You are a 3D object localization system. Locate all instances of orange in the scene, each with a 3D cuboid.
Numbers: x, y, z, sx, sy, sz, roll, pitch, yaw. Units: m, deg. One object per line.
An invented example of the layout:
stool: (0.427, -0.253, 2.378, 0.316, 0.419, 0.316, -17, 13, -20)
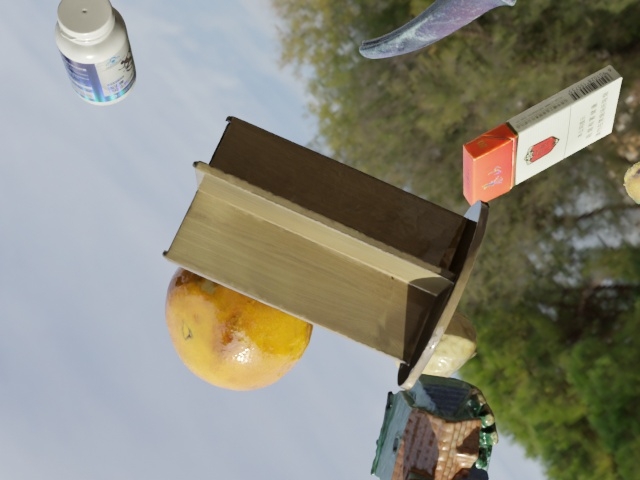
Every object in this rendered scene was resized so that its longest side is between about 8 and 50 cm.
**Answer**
orange: (-0.136, 0.123, 1.723, 0.261, 0.261, 0.261, 46, -165, -16)

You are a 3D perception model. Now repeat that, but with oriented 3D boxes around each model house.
model house: (0.117, 0.216, 0.978, 0.119, 0.148, 0.149, 13, -172, -2)

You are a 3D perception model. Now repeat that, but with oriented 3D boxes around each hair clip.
hair clip: (0.120, -0.252, 1.162, 0.048, 0.275, 0.083, 22, -114, -29)

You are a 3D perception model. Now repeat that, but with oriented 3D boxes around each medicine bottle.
medicine bottle: (-0.342, -0.294, 1.561, 0.107, 0.107, 0.191, 55, 166, 16)

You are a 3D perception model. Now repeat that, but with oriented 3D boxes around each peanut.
peanut: (0.205, 0.189, 1.843, 0.109, 0.159, 0.140, 51, -162, -9)

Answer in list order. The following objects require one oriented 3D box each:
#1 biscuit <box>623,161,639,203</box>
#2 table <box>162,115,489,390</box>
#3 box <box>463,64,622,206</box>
biscuit: (0.544, -0.116, 1.458, 0.118, 0.247, 0.029, 25, -131, -27)
table: (0.000, 0.000, 0.840, 0.226, 0.167, 0.167, 24, -165, 1)
box: (0.313, -0.146, 1.463, 0.035, 0.245, 0.139, 57, 170, 28)
